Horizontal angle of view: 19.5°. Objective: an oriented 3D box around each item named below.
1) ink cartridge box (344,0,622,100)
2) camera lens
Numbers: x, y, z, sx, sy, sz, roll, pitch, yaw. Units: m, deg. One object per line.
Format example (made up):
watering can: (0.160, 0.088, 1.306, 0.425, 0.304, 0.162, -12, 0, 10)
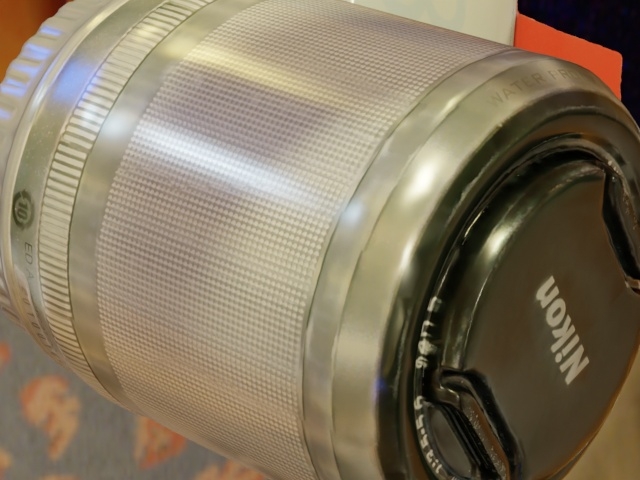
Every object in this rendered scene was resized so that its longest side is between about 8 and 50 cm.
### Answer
ink cartridge box: (0.133, -0.072, 1.487, 0.385, 0.091, 0.308, 17, 71, -37)
camera lens: (0.000, 0.000, 0.862, 0.274, 0.219, 0.219, 20, 50, 37)
